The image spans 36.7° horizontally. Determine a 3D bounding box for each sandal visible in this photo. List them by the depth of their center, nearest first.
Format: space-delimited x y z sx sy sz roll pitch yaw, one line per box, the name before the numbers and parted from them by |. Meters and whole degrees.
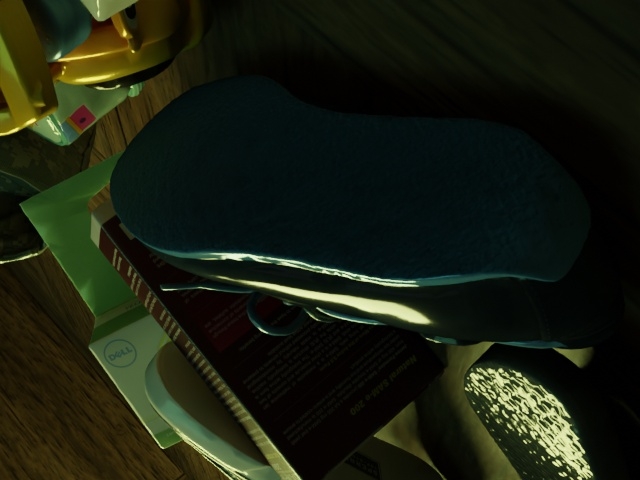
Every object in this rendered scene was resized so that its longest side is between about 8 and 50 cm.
sandal | 0.145 0.120 0.539 0.097 0.054 0.254 37 166 39

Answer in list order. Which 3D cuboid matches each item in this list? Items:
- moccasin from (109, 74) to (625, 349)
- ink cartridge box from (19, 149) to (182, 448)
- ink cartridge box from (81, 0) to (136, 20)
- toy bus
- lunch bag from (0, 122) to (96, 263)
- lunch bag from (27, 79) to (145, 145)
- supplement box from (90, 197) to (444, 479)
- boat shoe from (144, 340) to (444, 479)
moccasin | 0.000 0.000 0.516 0.117 0.137 0.342 41 169 -38
ink cartridge box | -0.114 0.039 0.786 0.235 0.171 0.056 61 -173 -26
ink cartridge box | -0.124 -0.260 0.355 0.289 0.121 0.211 49 161 6
toy bus | -0.185 -0.117 0.503 0.211 0.220 0.149 -82 -19 -56
lunch bag | -0.346 -0.090 0.859 0.287 0.169 0.235 17 -153 -14
lunch bag | -0.252 -0.217 0.736 0.279 0.108 0.224 41 156 28
supplement box | -0.041 0.045 0.692 0.239 0.130 0.073 52 160 3
boat shoe | -0.027 0.186 0.786 0.301 0.102 0.108 32 -150 -26
